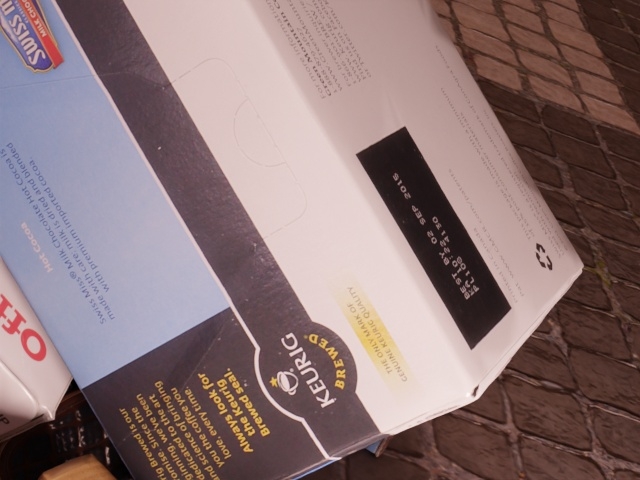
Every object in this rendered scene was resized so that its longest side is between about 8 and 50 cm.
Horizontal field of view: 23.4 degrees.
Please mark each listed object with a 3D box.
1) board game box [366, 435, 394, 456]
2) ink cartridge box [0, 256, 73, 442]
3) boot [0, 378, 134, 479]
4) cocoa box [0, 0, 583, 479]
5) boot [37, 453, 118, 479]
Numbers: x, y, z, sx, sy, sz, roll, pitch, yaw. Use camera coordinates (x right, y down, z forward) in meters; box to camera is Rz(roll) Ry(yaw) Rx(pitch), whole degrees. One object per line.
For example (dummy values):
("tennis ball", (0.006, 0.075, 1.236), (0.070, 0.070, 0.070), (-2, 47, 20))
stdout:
("board game box", (0.000, 0.000, 1.253), (0.291, 0.141, 0.232), (33, 28, 13))
("ink cartridge box", (-0.233, -0.038, 0.992), (0.223, 0.129, 0.307), (51, 31, -21))
("boot", (-0.147, 0.114, 1.018), (0.106, 0.082, 0.219), (6, 15, 42))
("cocoa box", (-0.047, -0.049, 0.922), (0.347, 0.228, 0.231), (59, 29, -2))
("boot", (-0.150, 0.240, 0.759), (0.295, 0.104, 0.211), (-24, 66, -43))
